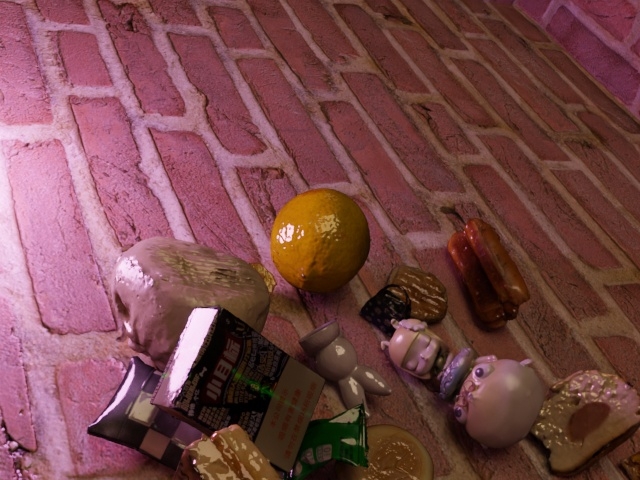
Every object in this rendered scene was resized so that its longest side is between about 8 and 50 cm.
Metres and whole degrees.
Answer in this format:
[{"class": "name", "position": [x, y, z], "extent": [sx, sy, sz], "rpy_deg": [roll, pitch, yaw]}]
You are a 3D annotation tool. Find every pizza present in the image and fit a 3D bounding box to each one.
[{"class": "pizza", "position": [0.776, 0.537, 1.786], "extent": [0.161, 0.062, 0.182], "rpy_deg": [17, 40, 2]}]

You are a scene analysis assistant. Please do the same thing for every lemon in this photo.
[{"class": "lemon", "position": [-0.001, -0.001, 1.880], "extent": [0.267, 0.267, 0.267], "rpy_deg": [14, 40, -12]}]

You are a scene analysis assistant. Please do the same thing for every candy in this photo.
[{"class": "candy", "position": [0.004, 0.392, 1.488], "extent": [0.078, 0.203, 0.141], "rpy_deg": [52, 29, -18]}]

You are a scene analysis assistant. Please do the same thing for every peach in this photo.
[{"class": "peach", "position": [-0.159, 0.104, 1.827], "extent": [0.098, 0.061, 0.098], "rpy_deg": [10, 63, -20]}]

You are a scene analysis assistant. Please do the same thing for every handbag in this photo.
[{"class": "handbag", "position": [0.170, 0.156, 1.865], "extent": [0.115, 0.139, 0.072], "rpy_deg": [37, 49, 16]}]

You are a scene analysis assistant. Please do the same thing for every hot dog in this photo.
[{"class": "hot dog", "position": [0.458, 0.085, 2.083], "extent": [0.117, 0.158, 0.348], "rpy_deg": [22, 31, -30]}]

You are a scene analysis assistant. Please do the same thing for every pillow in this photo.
[{"class": "pillow", "position": [-0.287, 0.342, 1.454], "extent": [0.250, 0.106, 0.186], "rpy_deg": [27, 44, -2]}]

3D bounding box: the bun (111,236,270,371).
[{"class": "bun", "position": [-0.272, 0.135, 1.613], "extent": [0.326, 0.234, 0.362], "rpy_deg": [-2, 28, -37]}]

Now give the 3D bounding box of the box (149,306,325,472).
[{"class": "box", "position": [-0.143, 0.279, 1.427], "extent": [0.310, 0.084, 0.198], "rpy_deg": [41, 61, -35]}]

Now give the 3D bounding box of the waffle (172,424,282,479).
[{"class": "waffle", "position": [-0.139, 0.481, 1.155], "extent": [0.114, 0.376, 0.261], "rpy_deg": [-17, 55, -39]}]

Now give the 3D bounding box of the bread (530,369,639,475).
[{"class": "bread", "position": [0.613, 0.393, 1.750], "extent": [0.224, 0.211, 0.183], "rpy_deg": [-10, 56, -41]}]

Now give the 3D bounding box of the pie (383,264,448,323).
[{"class": "pie", "position": [0.250, 0.142, 1.994], "extent": [0.195, 0.046, 0.195], "rpy_deg": [12, 40, -10]}]

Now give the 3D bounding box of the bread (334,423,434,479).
[{"class": "bread", "position": [0.122, 0.462, 1.516], "extent": [0.213, 0.104, 0.213], "rpy_deg": [11, 42, -10]}]

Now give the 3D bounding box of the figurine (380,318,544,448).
[{"class": "figurine", "position": [0.320, 0.308, 1.771], "extent": [0.394, 0.226, 0.274], "rpy_deg": [28, 7, 23]}]

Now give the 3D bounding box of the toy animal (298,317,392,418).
[{"class": "toy animal", "position": [0.053, 0.285, 1.707], "extent": [0.104, 0.131, 0.220], "rpy_deg": [-36, 90, -17]}]
